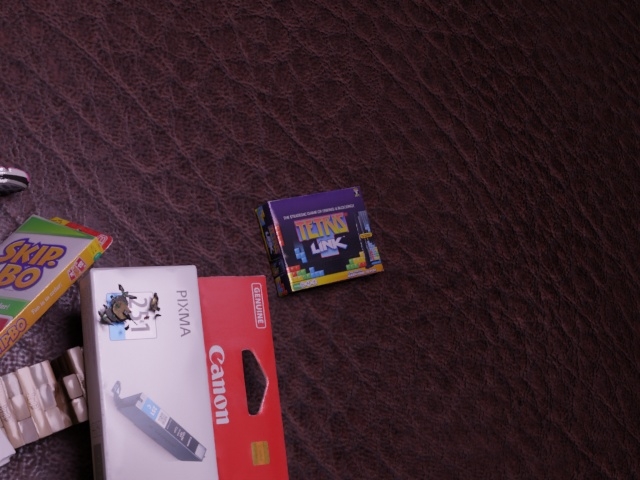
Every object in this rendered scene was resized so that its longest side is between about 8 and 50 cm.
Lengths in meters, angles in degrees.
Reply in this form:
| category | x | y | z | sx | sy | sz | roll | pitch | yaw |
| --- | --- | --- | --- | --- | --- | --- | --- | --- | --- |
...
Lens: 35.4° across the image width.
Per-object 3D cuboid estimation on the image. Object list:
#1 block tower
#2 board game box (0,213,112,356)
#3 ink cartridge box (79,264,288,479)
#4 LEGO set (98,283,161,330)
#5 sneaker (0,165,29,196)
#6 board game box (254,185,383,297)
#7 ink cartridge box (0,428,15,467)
| category | x | y | z | sx | sy | sz | roll | pitch | yaw |
| --- | --- | --- | --- | --- | --- | --- | --- | --- | --- |
| block tower | -0.327 | 0.190 | 1.248 | 0.335 | 0.097 | 0.091 | -19 | 86 | -31 |
| board game box | -0.383 | 0.060 | 1.241 | 0.259 | 0.124 | 0.039 | -49 | 141 | -33 |
| ink cartridge box | -0.157 | 0.180 | 1.254 | 0.261 | 0.066 | 0.296 | -1 | 75 | -29 |
| LEGO set | -0.231 | 0.083 | 1.197 | 0.083 | 0.023 | 0.054 | 18 | 69 | -36 |
| sneaker | -0.448 | -0.045 | 1.266 | 0.170 | 0.063 | 0.075 | -15 | 83 | -28 |
| board game box | 0.000 | 0.000 | 1.524 | 0.170 | 0.048 | 0.141 | -12 | 83 | -33 |
| ink cartridge box | -0.491 | 0.179 | 1.067 | 0.273 | 0.198 | 0.115 | 56 | 17 | 3 |
